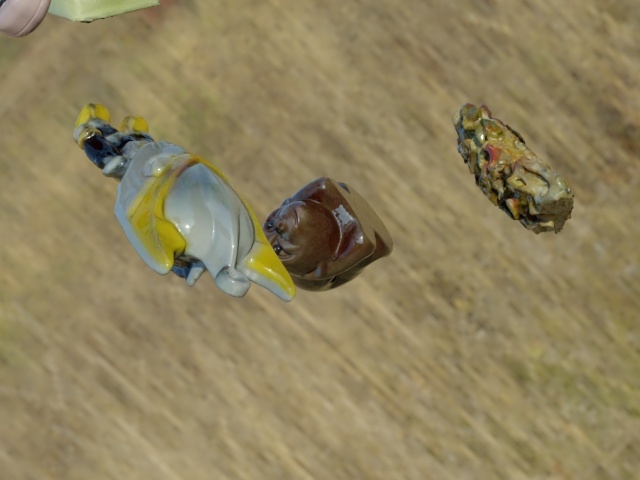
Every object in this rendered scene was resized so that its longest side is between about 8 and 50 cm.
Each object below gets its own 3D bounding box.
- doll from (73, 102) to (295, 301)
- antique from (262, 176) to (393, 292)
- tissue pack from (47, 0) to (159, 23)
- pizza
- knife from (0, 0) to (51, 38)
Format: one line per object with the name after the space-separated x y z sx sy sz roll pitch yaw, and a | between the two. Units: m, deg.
-0.137 -0.036 1.625 0.103 0.145 0.316 -44 42 -1 | doll
0.000 0.000 2.237 0.143 0.121 0.257 -32 -9 7 | antique
-0.264 -0.362 1.847 0.125 0.234 0.159 -17 26 -34 | tissue pack
0.212 -0.060 1.913 0.069 0.147 0.226 -29 42 -8 | pizza
-0.327 -0.295 1.677 0.081 0.043 0.336 -50 40 17 | knife
